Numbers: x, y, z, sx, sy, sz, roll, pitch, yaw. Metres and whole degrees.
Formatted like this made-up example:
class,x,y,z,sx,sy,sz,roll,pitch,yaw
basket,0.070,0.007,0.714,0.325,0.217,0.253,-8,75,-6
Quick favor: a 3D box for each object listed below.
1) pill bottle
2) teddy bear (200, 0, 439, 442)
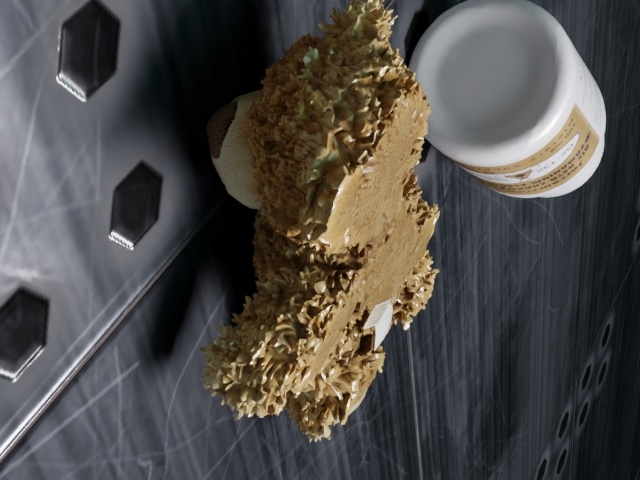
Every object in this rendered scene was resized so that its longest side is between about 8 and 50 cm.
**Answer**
class,x,y,z,sx,sy,sz,roll,pitch,yaw
pill bottle,0.166,-0.105,0.941,0.229,0.131,0.131,21,86,-65
teddy bear,0.000,0.000,0.720,0.245,0.113,0.338,-62,161,-8
